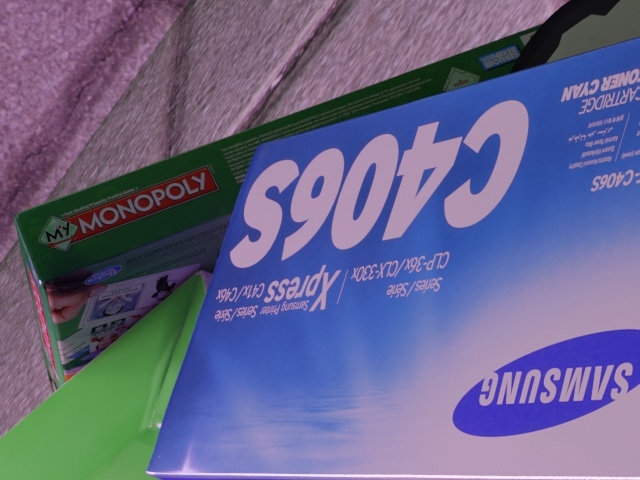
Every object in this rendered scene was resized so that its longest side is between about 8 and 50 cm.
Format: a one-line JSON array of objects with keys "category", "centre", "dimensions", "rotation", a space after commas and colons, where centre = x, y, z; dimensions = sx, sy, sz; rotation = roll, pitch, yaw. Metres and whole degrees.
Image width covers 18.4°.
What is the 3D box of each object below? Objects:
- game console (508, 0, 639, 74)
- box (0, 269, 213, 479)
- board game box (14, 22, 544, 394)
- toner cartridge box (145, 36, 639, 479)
[{"category": "game console", "centre": [0.163, 0.098, 0.793], "dimensions": [0.386, 0.060, 0.342], "rotation": [37, 97, 40]}, {"category": "box", "centre": [-0.059, 0.162, 1.086], "dimensions": [0.262, 0.231, 0.127], "rotation": [-39, 49, 25]}, {"category": "board game box", "centre": [0.000, 0.000, 1.072], "dimensions": [0.213, 0.317, 0.046], "rotation": [95, 152, -62]}, {"category": "toner cartridge box", "centre": [0.064, 0.026, 0.753], "dimensions": [0.348, 0.075, 0.165], "rotation": [-11, 58, 58]}]
